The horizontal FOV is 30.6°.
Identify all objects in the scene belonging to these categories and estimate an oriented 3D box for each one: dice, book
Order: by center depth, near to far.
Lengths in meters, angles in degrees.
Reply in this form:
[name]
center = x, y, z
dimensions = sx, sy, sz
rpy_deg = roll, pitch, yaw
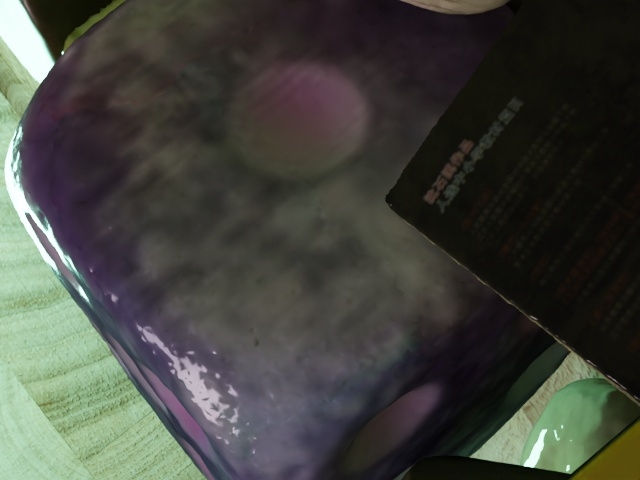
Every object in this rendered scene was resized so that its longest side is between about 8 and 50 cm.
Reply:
[book]
center = 0.144, -0.020, 0.466
dimensions = 0.228, 0.160, 0.024
rpy_deg = 40, -173, 37
[dice]
center = 0.000, 0.000, 0.698
dimensions = 0.270, 0.270, 0.271
rpy_deg = 47, 164, 24

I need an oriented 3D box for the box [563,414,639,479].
[box]
center = 0.193, 0.077, 0.361
dimensions = 0.153, 0.279, 0.041
rpy_deg = 49, -159, 15

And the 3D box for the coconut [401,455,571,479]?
[coconut]
center = 0.100, 0.217, 0.613
dimensions = 0.204, 0.236, 0.236
rpy_deg = 56, 173, 51

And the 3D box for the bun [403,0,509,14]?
[bun]
center = 0.013, -0.204, 0.503
dimensions = 0.210, 0.116, 0.237
rpy_deg = 31, 169, 48

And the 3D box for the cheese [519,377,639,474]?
[cheese]
center = 0.232, 0.235, 0.814
dimensions = 0.247, 0.251, 0.173
rpy_deg = 20, 166, -29

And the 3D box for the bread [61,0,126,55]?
[bread]
center = -0.058, -0.080, 0.913
dimensions = 0.264, 0.167, 0.163
rpy_deg = 48, 164, 4

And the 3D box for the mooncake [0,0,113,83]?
[mooncake]
center = -0.237, -0.273, 1.002
dimensions = 0.284, 0.155, 0.284
rpy_deg = 49, 166, 16
